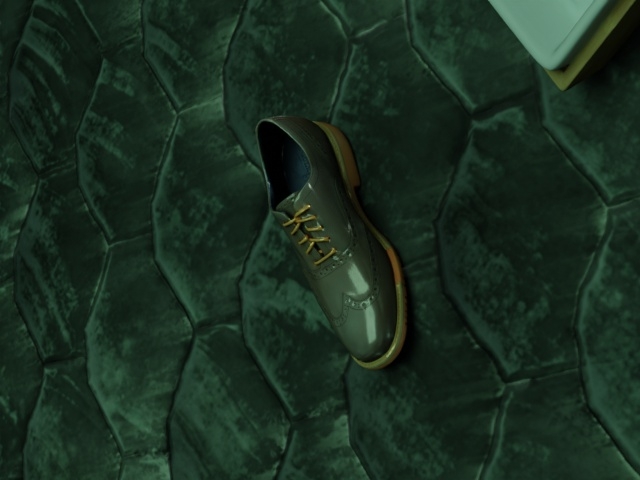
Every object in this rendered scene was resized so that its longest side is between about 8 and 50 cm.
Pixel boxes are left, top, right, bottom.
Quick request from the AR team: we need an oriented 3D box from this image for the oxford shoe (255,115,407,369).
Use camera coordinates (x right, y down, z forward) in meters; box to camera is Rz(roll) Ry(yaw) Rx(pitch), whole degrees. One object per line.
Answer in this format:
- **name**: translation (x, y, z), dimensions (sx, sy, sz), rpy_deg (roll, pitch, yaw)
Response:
- **oxford shoe**: translation (0.000, 0.000, 1.674), dimensions (0.130, 0.132, 0.364), rpy_deg (-38, 60, 28)

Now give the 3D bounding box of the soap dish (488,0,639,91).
- **soap dish**: translation (0.282, -0.349, 1.491), dimensions (0.229, 0.118, 0.291), rpy_deg (-55, 51, 35)
